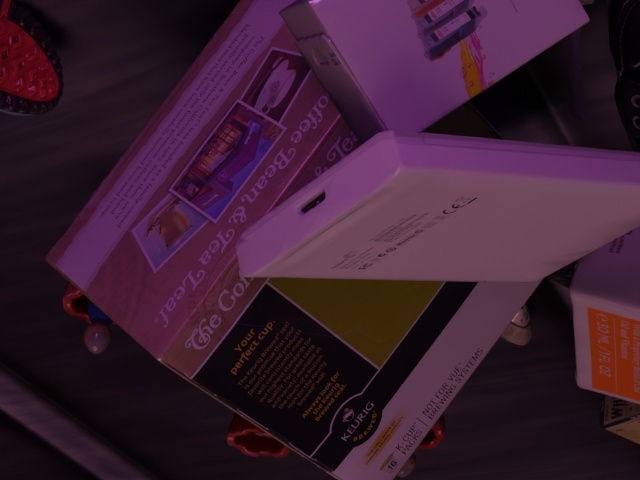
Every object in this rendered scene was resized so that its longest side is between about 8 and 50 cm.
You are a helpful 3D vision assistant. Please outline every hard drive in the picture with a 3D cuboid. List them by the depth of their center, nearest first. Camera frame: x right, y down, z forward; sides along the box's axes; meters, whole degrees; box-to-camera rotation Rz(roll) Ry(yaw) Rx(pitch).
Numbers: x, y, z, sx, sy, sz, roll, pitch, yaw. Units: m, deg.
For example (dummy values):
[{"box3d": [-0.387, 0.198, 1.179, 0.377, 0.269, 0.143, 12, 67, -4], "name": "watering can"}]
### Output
[{"box3d": [0.115, -0.019, 1.198, 0.307, 0.040, 0.203, 2, 157, -38], "name": "hard drive"}]

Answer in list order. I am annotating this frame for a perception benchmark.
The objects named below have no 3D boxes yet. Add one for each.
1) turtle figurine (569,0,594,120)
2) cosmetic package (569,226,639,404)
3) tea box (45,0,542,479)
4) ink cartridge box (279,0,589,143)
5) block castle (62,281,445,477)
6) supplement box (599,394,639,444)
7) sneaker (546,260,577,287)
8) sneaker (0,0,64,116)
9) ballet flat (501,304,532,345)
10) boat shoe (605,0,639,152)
[{"box3d": [0.226, -0.203, 1.117, 0.266, 0.198, 0.274, 38, 116, -23], "name": "turtle figurine"}, {"box3d": [0.490, 0.096, 1.534, 0.453, 0.162, 0.230, 14, 154, 20], "name": "cosmetic package"}, {"box3d": [0.000, 0.000, 1.380, 0.220, 0.329, 0.323, 34, 175, 47], "name": "tea box"}, {"box3d": [0.080, -0.167, 1.146, 0.127, 0.176, 0.128, 58, 174, -10], "name": "ink cartridge box"}, {"box3d": [-0.054, 0.115, 1.773, 0.303, 0.213, 0.453, -7, 147, 26], "name": "block castle"}, {"box3d": [0.419, 0.219, 1.980, 0.083, 0.056, 0.083, 25, 147, -26], "name": "supplement box"}, {"box3d": [0.206, 0.005, 1.668, 0.170, 0.051, 0.089, 9, 147, -6], "name": "sneaker"}, {"box3d": [-0.370, -0.194, 1.464, 0.261, 0.104, 0.125, 26, 165, -20], "name": "sneaker"}, {"box3d": [0.208, 0.073, 1.787, 0.052, 0.057, 0.168, -27, 136, 33], "name": "ballet flat"}, {"box3d": [0.326, -0.113, 1.359, 0.127, 0.113, 0.340, -1, 149, 19], "name": "boat shoe"}]
